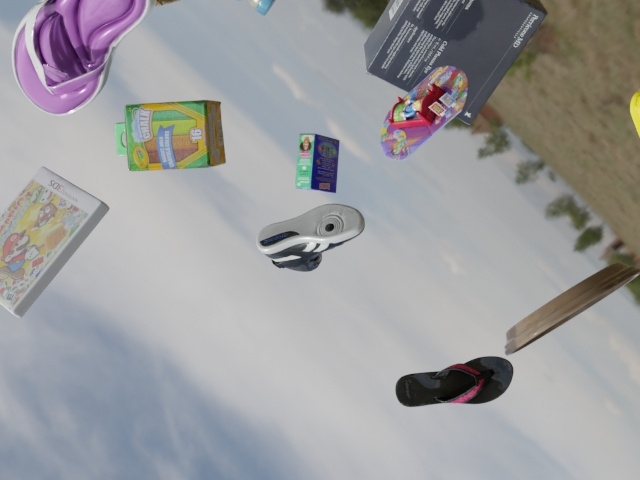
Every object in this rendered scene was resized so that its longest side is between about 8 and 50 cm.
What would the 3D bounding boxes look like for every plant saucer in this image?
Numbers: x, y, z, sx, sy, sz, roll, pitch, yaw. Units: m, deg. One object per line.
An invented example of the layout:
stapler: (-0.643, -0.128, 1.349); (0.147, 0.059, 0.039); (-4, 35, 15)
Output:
plant saucer: (0.437, 0.116, 1.595); (0.041, 0.278, 0.278); (59, -165, 14)

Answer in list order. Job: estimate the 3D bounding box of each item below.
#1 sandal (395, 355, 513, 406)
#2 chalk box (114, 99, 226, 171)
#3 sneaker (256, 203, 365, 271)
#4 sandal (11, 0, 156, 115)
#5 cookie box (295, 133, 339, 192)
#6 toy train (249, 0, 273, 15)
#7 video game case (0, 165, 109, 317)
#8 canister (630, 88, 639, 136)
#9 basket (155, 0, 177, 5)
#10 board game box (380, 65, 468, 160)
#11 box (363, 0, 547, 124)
sandal: (0.199, 0.214, 1.339); (0.040, 0.179, 0.067); (51, -152, -73)
chalk box: (-0.309, -0.206, 1.785); (0.132, 0.213, 0.132); (-45, -48, -80)
sneaker: (0.000, 0.000, 1.704); (0.121, 0.216, 0.079); (47, -141, -51)
sandal: (-0.411, -0.321, 1.467); (0.169, 0.416, 0.102); (34, -131, -16)
cookie box: (-0.005, -0.149, 1.757); (0.040, 0.107, 0.092); (3, 179, 34)
toy train: (-0.086, -0.482, 1.397); (0.143, 0.248, 0.105); (32, 173, -12)
video game case: (-0.480, -0.004, 1.502); (0.206, 0.227, 0.026); (26, 165, 40)
canister: (0.570, -0.179, 1.365); (0.170, 0.073, 0.126); (11, 136, 59)
basket: (-0.391, -0.650, 1.921); (0.213, 0.223, 0.299); (-72, -25, -66)
board game box: (0.142, -0.201, 1.348); (0.033, 0.168, 0.133); (35, -154, -32)
box: (0.325, -0.522, 2.249); (0.312, 0.343, 0.179); (25, -150, -15)
